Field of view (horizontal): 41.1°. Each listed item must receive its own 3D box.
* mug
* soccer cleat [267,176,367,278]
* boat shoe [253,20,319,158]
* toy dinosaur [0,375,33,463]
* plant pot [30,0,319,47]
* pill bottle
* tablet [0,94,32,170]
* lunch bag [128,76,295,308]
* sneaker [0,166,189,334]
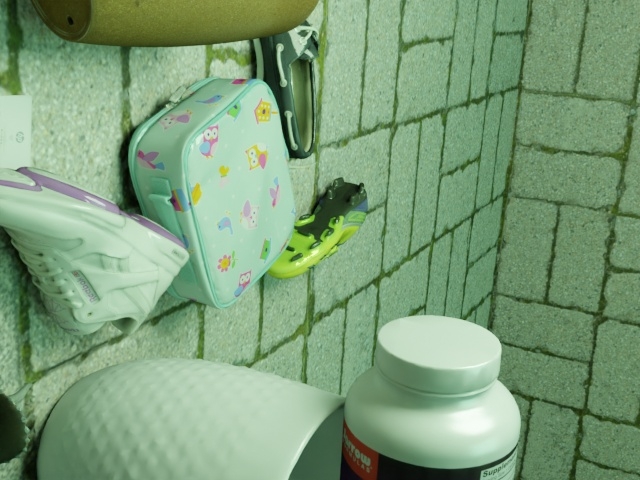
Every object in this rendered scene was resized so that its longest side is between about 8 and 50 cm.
[{"bbox_3d":[-0.123,0.264,1.020,0.374,0.328,0.276,-23,121,-61],"label":"mug"},{"bbox_3d":[0.001,0.000,1.446,0.289,0.093,0.121,-46,147,-48],"label":"soccer cleat"},{"bbox_3d":[-0.042,-0.268,1.233,0.114,0.091,0.302,-36,132,-56],"label":"boat shoe"},{"bbox_3d":[-0.363,0.224,0.749,0.160,0.121,0.313,56,46,-40],"label":"toy dinosaur"},{"bbox_3d":[-0.161,-0.294,0.859,0.254,0.237,0.237,-31,129,-38],"label":"plant pot"},{"bbox_3d":[0.110,0.251,0.900,0.181,0.181,0.323,-30,127,-58],"label":"pill bottle"},{"bbox_3d":[-0.308,-0.103,0.851,0.054,0.006,0.083,-20,119,-62],"label":"tablet"},{"bbox_3d":[-0.138,-0.064,1.103,0.224,0.108,0.279,-47,140,-41],"label":"lunch bag"},{"bbox_3d":[-0.253,0.023,0.891,0.152,0.114,0.305,-62,149,-5],"label":"sneaker"}]
